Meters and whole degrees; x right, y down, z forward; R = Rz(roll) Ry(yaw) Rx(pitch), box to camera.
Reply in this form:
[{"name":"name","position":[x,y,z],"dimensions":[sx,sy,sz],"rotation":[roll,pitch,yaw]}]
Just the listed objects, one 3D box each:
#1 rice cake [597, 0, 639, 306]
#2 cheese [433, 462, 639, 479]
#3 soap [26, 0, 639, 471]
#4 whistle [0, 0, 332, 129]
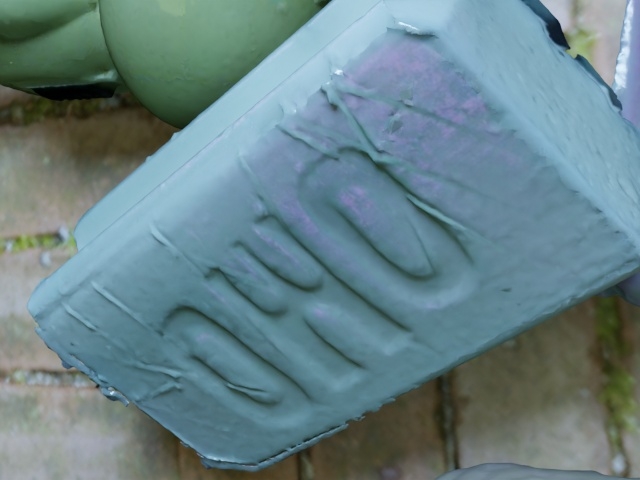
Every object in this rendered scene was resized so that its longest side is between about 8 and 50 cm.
[{"name":"rice cake","position":[0.161,-0.109,0.467],"dimensions":[0.081,0.051,0.290],"rotation":[3,88,23]},{"name":"cheese","position":[0.122,0.253,0.420],"dimensions":[0.332,0.153,0.292],"rotation":[22,97,25]},{"name":"soap","position":[0.000,0.000,0.459],"dimensions":[0.150,0.094,0.261],"rotation":[45,126,-15]},{"name":"whistle","position":[-0.114,-0.134,0.547],"dimensions":[0.294,0.141,0.141],"rotation":[13,94,21]}]
